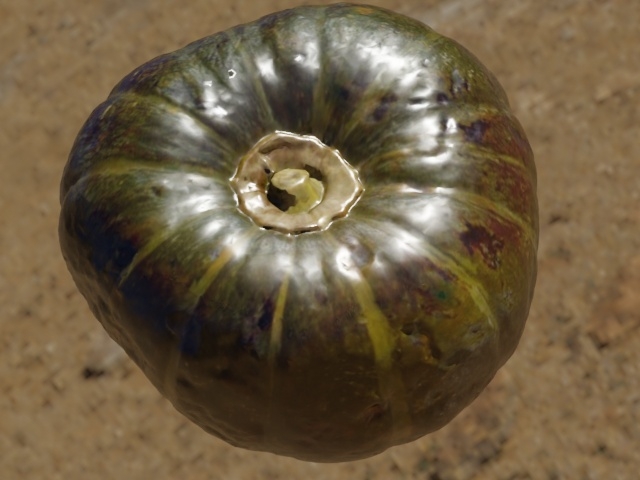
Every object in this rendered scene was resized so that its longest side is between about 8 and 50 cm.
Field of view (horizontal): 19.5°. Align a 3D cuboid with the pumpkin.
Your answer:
[{"bbox_3d":[0.000,0.000,0.847,0.219,0.162,0.219,1,61,-1],"label":"pumpkin"}]
